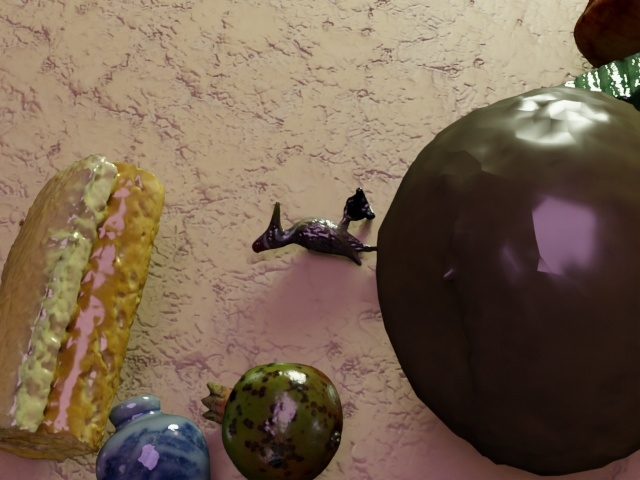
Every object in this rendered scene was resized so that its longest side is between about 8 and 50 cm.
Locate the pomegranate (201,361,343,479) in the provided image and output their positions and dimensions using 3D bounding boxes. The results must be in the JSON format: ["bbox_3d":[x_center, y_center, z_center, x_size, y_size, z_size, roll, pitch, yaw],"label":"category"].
[{"bbox_3d":[-0.063,0.221,1.235,0.205,0.159,0.159,9,64,38],"label":"pomegranate"}]

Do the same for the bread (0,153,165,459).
[{"bbox_3d":[-0.338,0.087,1.289,0.165,0.237,0.375,25,66,-28],"label":"bread"}]

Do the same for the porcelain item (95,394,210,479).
[{"bbox_3d":[-0.190,0.318,1.211,0.141,0.141,0.259,-21,74,-3],"label":"porcelain item"}]

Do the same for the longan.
[{"bbox_3d":[0.258,0.039,1.141,0.404,0.404,0.435,1,67,7],"label":"longan"}]

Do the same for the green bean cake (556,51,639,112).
[{"bbox_3d":[0.428,-0.154,1.361,0.208,0.193,0.107,-20,43,23],"label":"green bean cake"}]

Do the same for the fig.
[{"bbox_3d":[0.503,-0.293,1.433,0.290,0.191,0.190,29,65,-26],"label":"fig"}]

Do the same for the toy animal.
[{"bbox_3d":[0.004,-0.010,1.376,0.203,0.070,0.105,-8,83,-2],"label":"toy animal"}]
